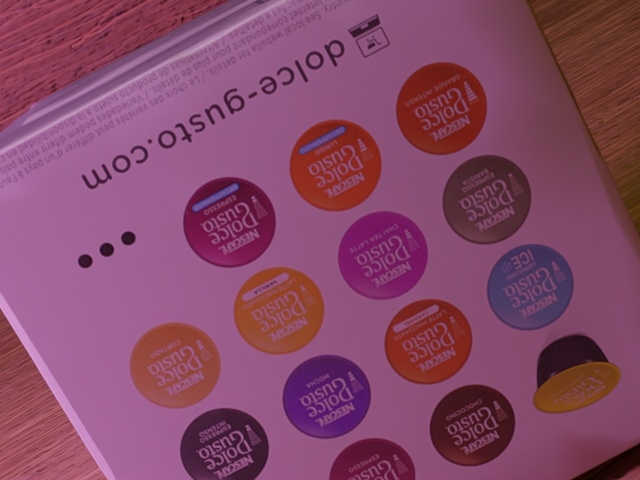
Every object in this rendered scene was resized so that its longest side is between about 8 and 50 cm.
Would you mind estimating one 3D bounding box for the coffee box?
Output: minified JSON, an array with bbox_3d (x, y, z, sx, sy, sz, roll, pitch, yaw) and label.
[{"bbox_3d":[0.000,0.000,0.857,0.338,0.334,0.338,-28,14,1],"label":"coffee box"}]
